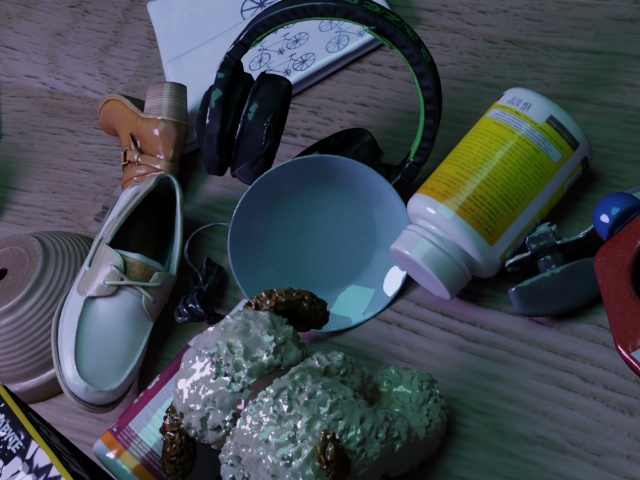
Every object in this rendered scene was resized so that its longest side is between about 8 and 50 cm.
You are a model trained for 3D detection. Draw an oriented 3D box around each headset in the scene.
[{"bbox_3d":[-0.037,-0.080,1.553,0.394,0.243,0.185,-53,8,28],"label":"headset"}]

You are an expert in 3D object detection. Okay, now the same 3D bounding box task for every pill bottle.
[{"bbox_3d":[-0.117,0.173,1.470,0.221,0.121,0.121,-47,44,-9],"label":"pill bottle"},{"bbox_3d":[0.170,-0.045,1.459,0.215,0.117,0.117,-48,44,-10],"label":"pill bottle"}]

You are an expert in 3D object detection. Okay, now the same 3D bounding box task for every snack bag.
[{"bbox_3d":[-0.076,-0.300,1.895,0.323,0.037,0.342,-29,44,12],"label":"snack bag"}]

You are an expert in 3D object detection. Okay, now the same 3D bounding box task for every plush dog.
[{"bbox_3d":[-0.042,0.165,1.334,0.225,0.210,0.262,38,82,27],"label":"plush dog"}]

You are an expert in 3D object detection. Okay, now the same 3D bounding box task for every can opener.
[{"bbox_3d":[0.310,-0.010,1.387,0.280,0.074,0.093,-26,80,16],"label":"can opener"}]

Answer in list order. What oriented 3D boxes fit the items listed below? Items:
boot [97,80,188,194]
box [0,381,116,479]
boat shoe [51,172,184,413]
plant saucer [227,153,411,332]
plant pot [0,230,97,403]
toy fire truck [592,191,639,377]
[{"bbox_3d":[-0.238,-0.113,1.828,0.197,0.073,0.152,-13,69,57],"label":"boot"},{"bbox_3d":[-0.188,0.296,1.319,0.079,0.257,0.322,-45,43,-6],"label":"box"},{"bbox_3d":[-0.226,0.049,1.633,0.103,0.113,0.302,-46,28,48],"label":"boat shoe"},{"bbox_3d":[0.000,0.000,1.510,0.195,0.195,0.037,-32,15,7],"label":"plant saucer"},{"bbox_3d":[-0.352,0.069,1.724,0.237,0.109,0.237,-18,47,20],"label":"plant pot"},{"bbox_3d":[0.371,0.001,1.238,0.302,0.169,0.254,-42,46,0],"label":"toy fire truck"}]
